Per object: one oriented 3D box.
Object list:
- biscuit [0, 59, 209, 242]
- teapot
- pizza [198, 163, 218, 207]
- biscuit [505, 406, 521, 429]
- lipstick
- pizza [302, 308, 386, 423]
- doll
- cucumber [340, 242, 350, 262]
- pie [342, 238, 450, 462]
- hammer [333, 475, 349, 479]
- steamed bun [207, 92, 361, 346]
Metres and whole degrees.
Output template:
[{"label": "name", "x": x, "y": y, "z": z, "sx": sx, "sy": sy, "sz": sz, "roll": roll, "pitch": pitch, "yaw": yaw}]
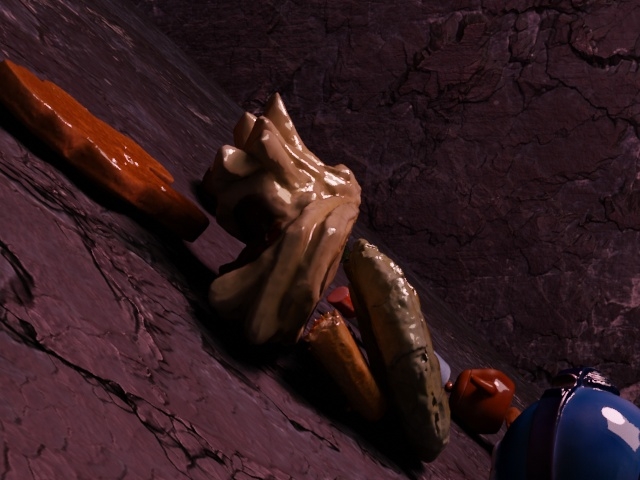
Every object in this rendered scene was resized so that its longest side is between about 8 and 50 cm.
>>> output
[{"label": "biscuit", "x": -0.257, "y": -0.101, "z": 1.470, "sx": 0.202, "sy": 0.047, "sz": 0.334, "roll": 47, "pitch": 5, "yaw": 35}, {"label": "teapot", "x": 0.256, "y": 0.261, "z": 2.110, "sx": 0.116, "sy": 0.116, "sz": 0.173, "roll": 45, "pitch": -20, "yaw": 15}, {"label": "pizza", "x": -0.110, "y": -0.068, "z": 2.006, "sx": 0.161, "sy": 0.086, "sz": 0.305, "roll": 22, "pitch": 2, "yaw": 8}, {"label": "biscuit", "x": 0.344, "y": 0.361, "z": 2.100, "sx": 0.229, "sy": 0.031, "sz": 0.176, "roll": -97, "pitch": 163, "yaw": -56}, {"label": "lipstick", "x": 0.104, "y": 0.150, "z": 1.985, "sx": 0.274, "sy": 0.068, "sz": 0.061, "roll": 41, "pitch": 4, "yaw": -37}, {"label": "pizza", "x": 0.029, "y": 0.153, "z": 1.475, "sx": 0.127, "sy": 0.058, "sz": 0.246, "roll": 63, "pitch": 0, "yaw": 15}, {"label": "doll", "x": 0.365, "y": 0.324, "z": 1.724, "sx": 0.240, "sy": 0.284, "sz": 0.310, "roll": -8, "pitch": -28, "yaw": 39}, {"label": "cucumber", "x": -0.001, "y": 0.000, "z": 2.382, "sx": 0.058, "sy": 0.058, "sz": 0.187, "roll": 46, "pitch": 6, "yaw": 23}, {"label": "pie", "x": 0.094, "y": 0.130, "z": 1.565, "sx": 0.306, "sy": 0.071, "sz": 0.306, "roll": 164, "pitch": -90, "yaw": -85}, {"label": "hammer", "x": 0.075, "y": 0.294, "z": 1.028, "sx": 0.111, "sy": 0.033, "sz": 0.288, "roll": 39, "pitch": 8, "yaw": -40}, {"label": "steamed bun", "x": -0.049, "y": -0.026, "z": 1.482, "sx": 0.189, "sy": 0.247, "sz": 0.428, "roll": 31, "pitch": 8, "yaw": 2}]
